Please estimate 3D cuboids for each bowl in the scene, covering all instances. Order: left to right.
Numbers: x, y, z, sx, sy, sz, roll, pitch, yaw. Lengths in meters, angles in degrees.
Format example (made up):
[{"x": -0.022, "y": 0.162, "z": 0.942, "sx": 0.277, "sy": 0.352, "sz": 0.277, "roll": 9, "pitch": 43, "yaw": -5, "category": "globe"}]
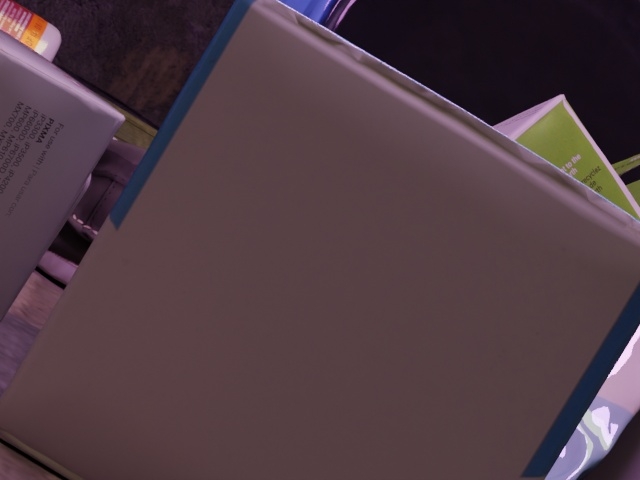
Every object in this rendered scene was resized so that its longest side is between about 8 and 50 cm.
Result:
[{"x": 0.120, "y": -0.040, "z": 1.252, "sx": 0.391, "sy": 0.391, "sz": 0.077, "roll": 30, "pitch": -22, "yaw": -21, "category": "bowl"}]

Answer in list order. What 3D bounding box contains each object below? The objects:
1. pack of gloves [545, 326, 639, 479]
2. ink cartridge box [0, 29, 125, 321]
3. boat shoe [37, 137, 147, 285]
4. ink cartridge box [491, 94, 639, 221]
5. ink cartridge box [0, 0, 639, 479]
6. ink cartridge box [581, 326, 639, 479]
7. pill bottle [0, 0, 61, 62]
[{"x": 0.172, "y": 0.110, "z": 0.954, "sx": 0.195, "sy": 0.232, "sz": 0.046, "roll": 31, "pitch": -30, "yaw": 25, "category": "pack of gloves"}, {"x": -0.197, "y": -0.051, "z": 0.734, "sx": 0.176, "sy": 0.127, "sz": 0.128, "roll": 29, "pitch": 4, "yaw": -34, "category": "ink cartridge box"}, {"x": -0.147, "y": -0.036, "z": 1.233, "sx": 0.112, "sy": 0.095, "sz": 0.335, "roll": 31, "pitch": 4, "yaw": -18, "category": "boat shoe"}, {"x": 0.115, "y": -0.025, "z": 1.096, "sx": 0.097, "sy": 0.255, "sz": 0.189, "roll": 54, "pitch": -32, "yaw": -7, "category": "ink cartridge box"}, {"x": 0.006, "y": 0.028, "z": 0.815, "sx": 0.197, "sy": 0.198, "sz": 0.270, "roll": 31, "pitch": 4, "yaw": -2, "category": "ink cartridge box"}, {"x": 0.224, "y": 0.161, "z": 1.082, "sx": 0.232, "sy": 0.168, "sz": 0.171, "roll": 33, "pitch": 4, "yaw": 26, "category": "ink cartridge box"}, {"x": -0.306, "y": -0.154, "z": 1.299, "sx": 0.221, "sy": 0.121, "sz": 0.121, "roll": 31, "pitch": 3, "yaw": -13, "category": "pill bottle"}]
